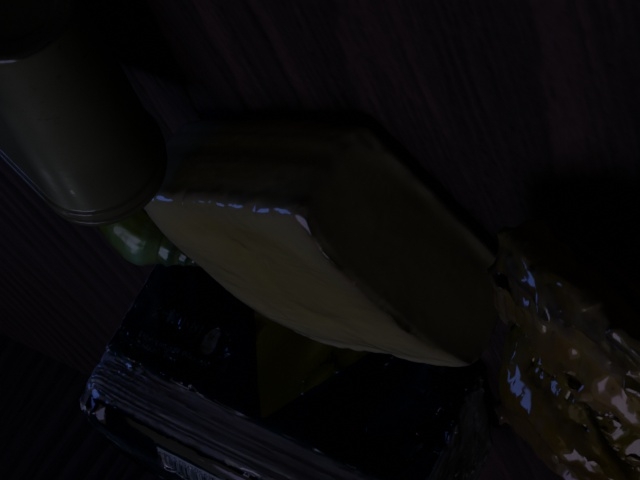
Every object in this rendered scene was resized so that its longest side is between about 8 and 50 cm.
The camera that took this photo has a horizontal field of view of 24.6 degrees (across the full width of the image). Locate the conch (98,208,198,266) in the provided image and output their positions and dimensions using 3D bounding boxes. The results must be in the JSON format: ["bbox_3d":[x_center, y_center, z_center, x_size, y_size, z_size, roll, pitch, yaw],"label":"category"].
[{"bbox_3d":[-0.210,-0.029,1.644,0.201,0.079,0.095,45,178,10],"label":"conch"}]

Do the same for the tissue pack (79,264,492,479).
[{"bbox_3d":[-0.027,0.211,1.702,0.417,0.253,0.264,24,163,21],"label":"tissue pack"}]

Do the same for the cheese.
[{"bbox_3d":[0.000,0.000,1.299,0.265,0.124,0.242,6,147,52],"label":"cheese"}]

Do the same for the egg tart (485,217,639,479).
[{"bbox_3d":[0.244,0.131,1.090,0.352,0.150,0.352,40,-175,-4],"label":"egg tart"}]

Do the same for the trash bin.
[{"bbox_3d":[-0.252,-0.157,1.226,0.243,0.121,0.247,42,166,28],"label":"trash bin"}]
